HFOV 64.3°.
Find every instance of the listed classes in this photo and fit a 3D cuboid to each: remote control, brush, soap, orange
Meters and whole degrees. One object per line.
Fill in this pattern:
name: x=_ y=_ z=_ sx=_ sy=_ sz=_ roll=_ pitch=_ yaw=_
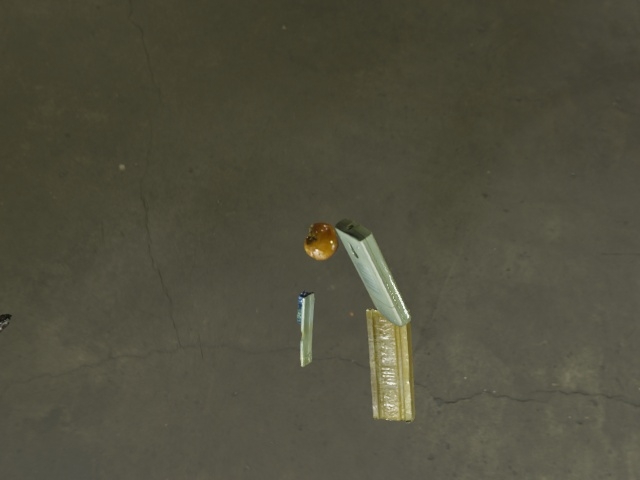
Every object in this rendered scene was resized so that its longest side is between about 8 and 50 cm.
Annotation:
remote control: x=0.101 y=0.063 z=0.957 sx=0.038 sy=0.098 sz=0.234 roll=-38 pitch=122 yaw=-14
brush: x=-0.035 y=0.190 z=1.098 sx=0.030 sy=0.179 sz=0.033 roll=19 pitch=29 yaw=34
soap: x=0.155 y=0.271 z=1.119 sx=0.092 sy=0.037 sz=0.252 roll=-2 pitch=94 yaw=23
orange: x=0.000 y=0.000 z=1.122 sx=0.086 sy=0.062 sz=0.086 roll=-11 pitch=67 yaw=27

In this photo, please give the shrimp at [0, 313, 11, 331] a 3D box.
shrimp: x=-0.749 y=0.282 z=0.978 sx=0.364 sy=0.071 sz=0.233 roll=-34 pitch=47 yaw=-4
